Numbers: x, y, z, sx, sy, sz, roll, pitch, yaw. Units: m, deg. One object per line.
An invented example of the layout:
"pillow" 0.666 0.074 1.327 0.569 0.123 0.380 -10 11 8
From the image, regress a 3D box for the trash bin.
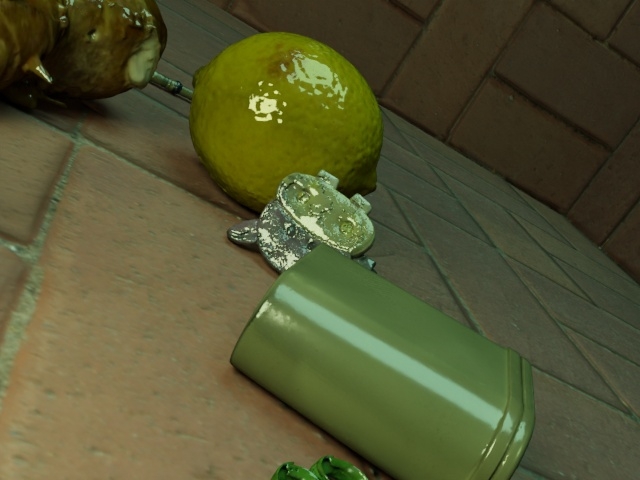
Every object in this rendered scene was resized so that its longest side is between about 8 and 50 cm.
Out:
"trash bin" 0.063 0.119 0.755 0.248 0.121 0.243 31 16 5

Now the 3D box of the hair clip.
"hair clip" 0.002 -0.002 0.972 0.187 0.146 0.056 40 -17 1

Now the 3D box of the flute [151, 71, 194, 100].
"flute" -0.222 -0.255 1.446 0.233 0.027 0.027 24 19 -29

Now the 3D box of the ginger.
"ginger" -0.333 -0.242 0.943 0.418 0.176 0.254 5 39 -54

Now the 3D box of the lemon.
"lemon" -0.045 -0.152 1.100 0.267 0.267 0.267 31 16 -10

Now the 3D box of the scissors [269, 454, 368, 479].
"scissors" 0.049 0.229 0.561 0.204 0.027 0.101 42 21 33
